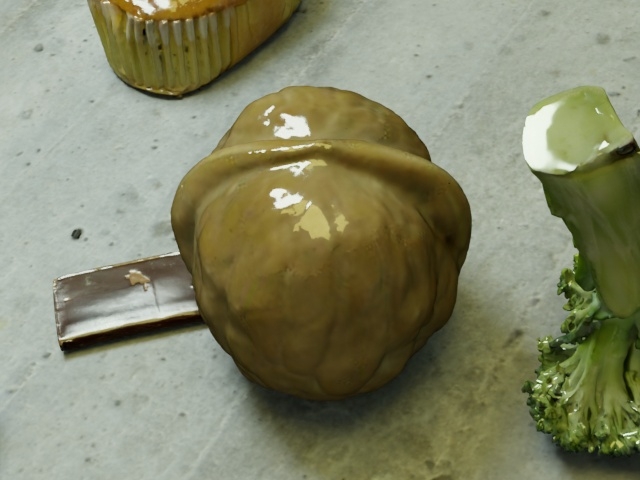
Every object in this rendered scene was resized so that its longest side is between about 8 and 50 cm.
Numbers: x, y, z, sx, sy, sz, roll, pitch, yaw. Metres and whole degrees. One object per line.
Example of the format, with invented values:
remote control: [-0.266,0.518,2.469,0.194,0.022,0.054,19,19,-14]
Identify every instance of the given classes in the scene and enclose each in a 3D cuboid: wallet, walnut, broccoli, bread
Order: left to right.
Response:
wallet: [-0.185,0.059,1.406,0.176,0.026,0.095,-13,52,-4]
bread: [-0.148,-0.320,1.676,0.288,0.156,0.204,-36,55,-27]
walnut: [0.000,0.000,1.279,0.285,0.285,0.296,-1,52,6]
broccoli: [0.249,0.033,1.165,0.252,0.361,0.221,-21,40,43]
